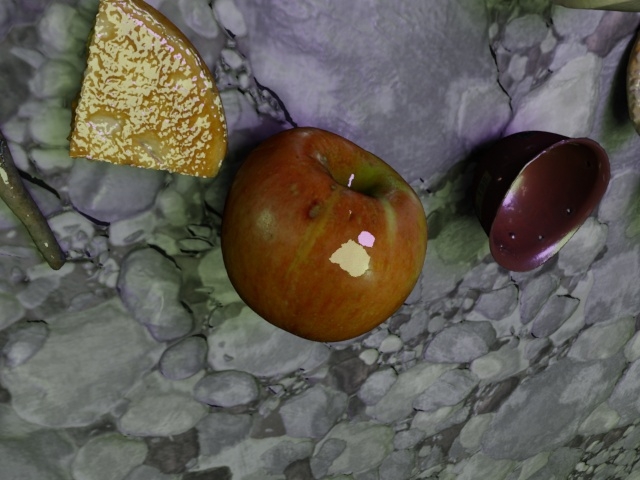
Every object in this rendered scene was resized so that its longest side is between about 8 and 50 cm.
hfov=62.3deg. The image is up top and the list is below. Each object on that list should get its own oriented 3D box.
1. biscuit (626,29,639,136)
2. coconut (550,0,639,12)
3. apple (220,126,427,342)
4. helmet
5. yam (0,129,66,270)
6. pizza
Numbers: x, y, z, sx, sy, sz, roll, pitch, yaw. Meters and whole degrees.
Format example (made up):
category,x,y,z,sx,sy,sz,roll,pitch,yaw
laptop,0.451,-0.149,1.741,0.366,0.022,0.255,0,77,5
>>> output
category,x,y,z,sx,sy,sz,roll,pitch,yaw
biscuit,0.478,-0.226,0.640,0.188,0.040,0.265,28,103,0
coconut,0.274,-0.299,0.449,0.202,0.202,0.222,-40,124,2
apple,0.000,0.000,0.504,0.196,0.196,0.196,-12,123,-19
helmet,0.241,-0.058,0.631,0.155,0.106,0.175,-18,127,-12
yam,-0.264,-0.068,0.435,0.029,0.027,0.234,-3,125,11
pizza,-0.154,-0.117,0.446,0.134,0.046,0.175,-24,126,-12
